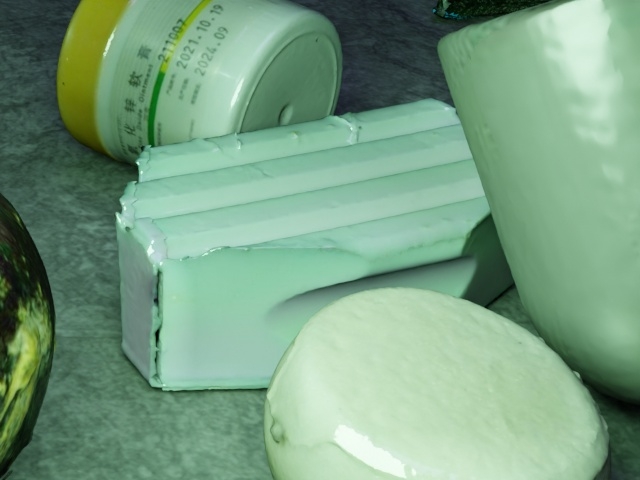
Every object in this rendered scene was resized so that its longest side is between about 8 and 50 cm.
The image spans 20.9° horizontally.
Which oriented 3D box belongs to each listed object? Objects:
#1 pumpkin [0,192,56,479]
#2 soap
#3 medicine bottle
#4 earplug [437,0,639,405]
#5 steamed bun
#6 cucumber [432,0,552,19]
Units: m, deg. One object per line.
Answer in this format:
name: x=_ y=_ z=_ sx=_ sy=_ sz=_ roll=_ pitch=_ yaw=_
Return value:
pumpkin: x=-0.420 y=0.077 z=1.292 sx=0.454 sy=0.344 sz=0.454 roll=-9 pitch=20 yaw=3
soap: x=0.000 y=0.000 z=1.710 sx=0.446 sy=0.156 sz=0.261 roll=-12 pitch=35 yaw=-31
medicine bottle: x=-0.130 y=-0.175 z=1.899 sx=0.232 sy=0.238 sz=0.238 roll=24 pitch=34 yaw=25
earplug: x=0.311 y=-0.049 z=1.589 sx=0.313 sy=0.394 sz=0.312 roll=-18 pitch=3 yaw=1
steamed bun: x=0.086 y=0.178 z=1.398 sx=0.283 sy=0.177 sz=0.283 roll=12 pitch=33 yaw=-8
cucumber: x=0.271 y=-0.343 z=2.483 sx=0.257 sy=0.043 sz=0.044 roll=-8 pitch=29 yaw=-25
